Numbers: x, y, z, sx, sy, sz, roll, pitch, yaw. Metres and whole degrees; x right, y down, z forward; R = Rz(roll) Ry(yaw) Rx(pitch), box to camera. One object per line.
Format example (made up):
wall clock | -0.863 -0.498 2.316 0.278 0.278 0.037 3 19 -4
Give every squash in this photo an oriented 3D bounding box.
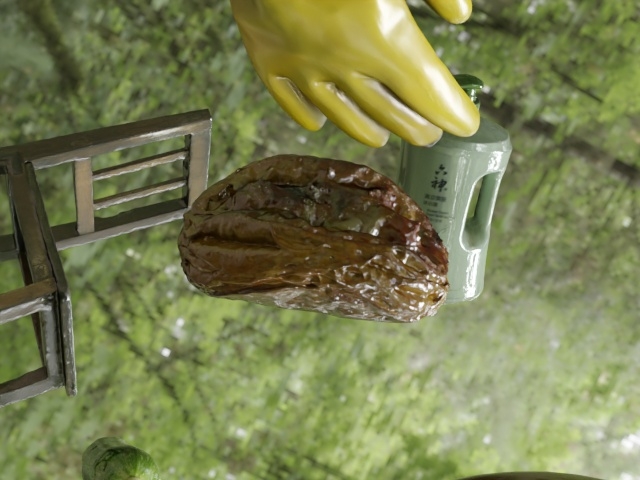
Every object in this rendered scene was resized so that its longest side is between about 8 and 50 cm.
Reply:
squash | -0.197 0.225 1.311 0.066 0.066 0.229 -66 -169 -9

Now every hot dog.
hot dog | -0.001 0.003 1.100 0.160 0.227 0.099 -92 -166 -54

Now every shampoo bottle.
shampoo bottle | 0.129 -0.056 1.374 0.087 0.118 0.234 -115 -149 -61

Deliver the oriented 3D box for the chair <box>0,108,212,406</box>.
chair | -0.295 0.034 1.476 0.203 0.416 0.240 99 -25 -52

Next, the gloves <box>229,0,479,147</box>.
gloves | 0.006 -0.154 0.882 0.133 0.294 0.116 7 -121 36

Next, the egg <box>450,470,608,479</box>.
egg | 0.079 0.238 0.523 0.282 0.282 0.351 -59 171 19
